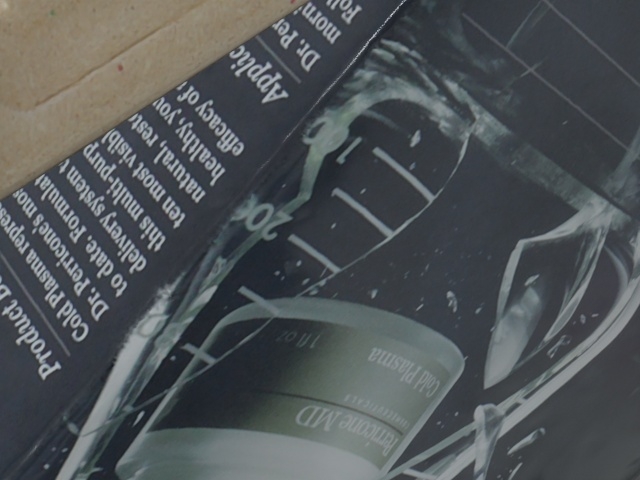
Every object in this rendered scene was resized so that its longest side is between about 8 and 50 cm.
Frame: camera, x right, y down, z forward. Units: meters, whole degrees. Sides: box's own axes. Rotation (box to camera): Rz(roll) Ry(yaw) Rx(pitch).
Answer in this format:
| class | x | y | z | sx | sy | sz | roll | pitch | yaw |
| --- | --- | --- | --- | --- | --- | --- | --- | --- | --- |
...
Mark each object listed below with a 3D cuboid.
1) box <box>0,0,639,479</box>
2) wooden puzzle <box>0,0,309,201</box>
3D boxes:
| class | x | y | z | sx | sy | sz | roll | pitch | yaw |
| --- | --- | --- | --- | --- | --- | --- | --- | --- | --- |
| box | 0.000 | 0.000 | 1.042 | 0.472 | 0.297 | 0.480 | -48 | 142 | 11 |
| wooden puzzle | -0.061 | -0.217 | 0.472 | 0.348 | 0.080 | 0.322 | -35 | 95 | -19 |
